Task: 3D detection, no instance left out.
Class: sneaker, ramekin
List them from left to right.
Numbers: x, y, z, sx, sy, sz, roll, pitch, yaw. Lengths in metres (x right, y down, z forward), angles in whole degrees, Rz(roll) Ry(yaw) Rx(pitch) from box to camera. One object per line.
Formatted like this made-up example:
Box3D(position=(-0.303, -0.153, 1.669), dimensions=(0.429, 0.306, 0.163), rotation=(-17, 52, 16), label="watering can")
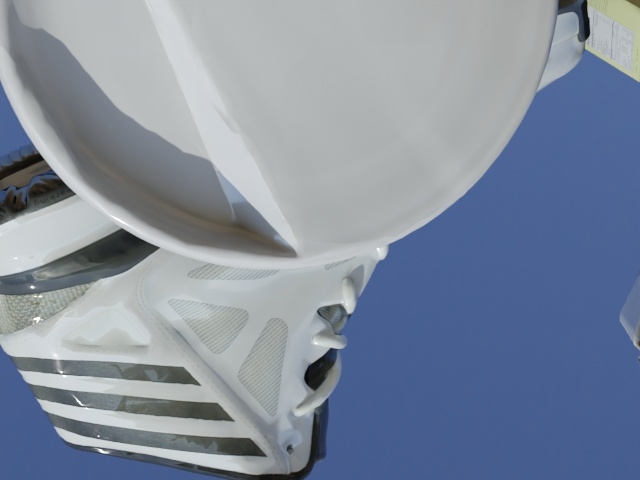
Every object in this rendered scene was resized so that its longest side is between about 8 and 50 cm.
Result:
Box3D(position=(-0.031, -0.125, 0.855), dimensions=(0.273, 0.273, 0.127), rotation=(-3, -173, -12), label="ramekin")
Box3D(position=(-0.001, 0.000, 1.152), dimensions=(0.447, 0.257, 0.169), rotation=(-24, -159, -13), label="sneaker")

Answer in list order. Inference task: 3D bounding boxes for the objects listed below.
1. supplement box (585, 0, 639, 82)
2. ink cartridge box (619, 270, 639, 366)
Box3D(position=(0.240, -0.159, 1.228), dimensions=(0.083, 0.056, 0.083), rotation=(-18, -144, -24), label="supplement box")
Box3D(position=(0.281, 0.072, 0.732), dimensions=(0.303, 0.072, 0.307), rotation=(22, -178, 7), label="ink cartridge box")
